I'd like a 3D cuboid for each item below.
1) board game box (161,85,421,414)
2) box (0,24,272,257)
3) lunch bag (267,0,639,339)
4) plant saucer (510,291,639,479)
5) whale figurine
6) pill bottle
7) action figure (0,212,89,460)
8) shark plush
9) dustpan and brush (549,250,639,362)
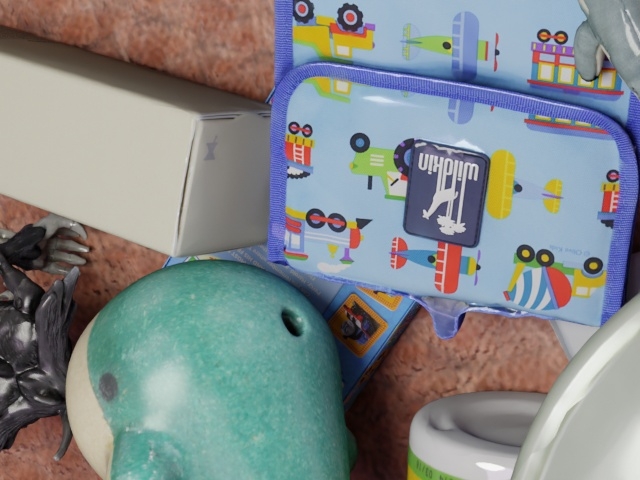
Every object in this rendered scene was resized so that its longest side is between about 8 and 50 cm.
[{"bbox_3d":[0.000,0.000,1.071,0.160,0.039,0.211,39,113,11],"label":"board game box"},{"bbox_3d":[-0.164,-0.074,1.065,0.275,0.113,0.094,20,105,30],"label":"box"},{"bbox_3d":[0.086,-0.086,0.956,0.220,0.138,0.293,9,108,13],"label":"lunch bag"},{"bbox_3d":[0.300,0.189,0.876,0.400,0.100,0.401,1,103,3],"label":"plant saucer"},{"bbox_3d":[-0.035,0.129,0.976,0.141,0.216,0.272,-45,63,29],"label":"whale figurine"},{"bbox_3d":[0.117,0.230,1.015,0.136,0.136,0.246,8,104,22],"label":"pill bottle"},{"bbox_3d":[-0.226,0.051,1.130,0.275,0.141,0.164,36,111,30],"label":"action figure"},{"bbox_3d":[0.153,-0.143,0.812,0.073,0.067,0.161,-9,109,15],"label":"shark plush"},{"bbox_3d":[0.254,0.041,0.951,0.211,0.060,0.147,-37,55,21],"label":"dustpan and brush"}]
